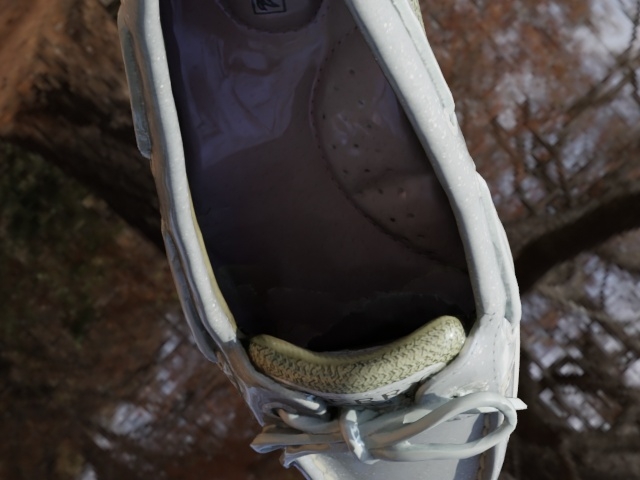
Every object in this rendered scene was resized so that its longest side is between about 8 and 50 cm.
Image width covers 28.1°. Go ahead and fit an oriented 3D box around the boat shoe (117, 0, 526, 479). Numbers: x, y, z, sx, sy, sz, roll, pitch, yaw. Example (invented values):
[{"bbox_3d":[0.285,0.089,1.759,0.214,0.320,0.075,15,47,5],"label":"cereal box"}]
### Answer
[{"bbox_3d":[0.002,-0.001,0.407,0.118,0.320,0.103,-6,-140,8],"label":"boat shoe"}]
